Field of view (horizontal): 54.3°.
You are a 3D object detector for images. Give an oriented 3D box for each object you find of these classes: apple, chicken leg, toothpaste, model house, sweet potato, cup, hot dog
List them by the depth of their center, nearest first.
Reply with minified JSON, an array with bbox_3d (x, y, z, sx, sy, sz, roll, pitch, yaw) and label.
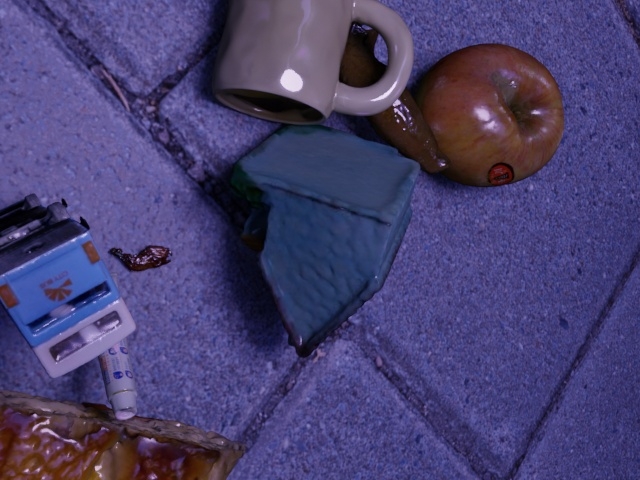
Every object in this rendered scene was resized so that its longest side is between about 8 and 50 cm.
[{"bbox_3d":[-0.317,0.371,0.723,0.368,0.196,0.365,22,79,-24],"label":"hot dog"},{"bbox_3d":[-0.255,0.117,0.760,0.052,0.218,0.033,-1,135,-30],"label":"toothpaste"},{"bbox_3d":[-0.243,0.025,0.849,0.083,0.021,0.036,-4,103,-27],"label":"chicken leg"},{"bbox_3d":[-0.013,-0.274,0.851,0.173,0.255,0.202,20,81,-67],"label":"cup"},{"bbox_3d":[0.000,0.000,0.903,0.280,0.230,0.248,-53,159,-59],"label":"model house"},{"bbox_3d":[0.107,-0.222,0.961,0.112,0.085,0.285,-36,87,-35],"label":"sweet potato"},{"bbox_3d":[0.279,-0.209,1.058,0.261,0.194,0.260,0,89,-30],"label":"apple"}]

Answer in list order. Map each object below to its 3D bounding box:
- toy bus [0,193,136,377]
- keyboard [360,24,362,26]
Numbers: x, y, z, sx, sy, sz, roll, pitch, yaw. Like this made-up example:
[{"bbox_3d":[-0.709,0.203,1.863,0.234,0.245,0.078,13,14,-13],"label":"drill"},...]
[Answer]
[{"bbox_3d":[-0.301,0.031,0.658,0.106,0.297,0.130,-32,114,-26],"label":"toy bus"},{"bbox_3d":[0.023,-0.333,1.002,0.060,0.018,0.195,46,69,-32],"label":"keyboard"}]
